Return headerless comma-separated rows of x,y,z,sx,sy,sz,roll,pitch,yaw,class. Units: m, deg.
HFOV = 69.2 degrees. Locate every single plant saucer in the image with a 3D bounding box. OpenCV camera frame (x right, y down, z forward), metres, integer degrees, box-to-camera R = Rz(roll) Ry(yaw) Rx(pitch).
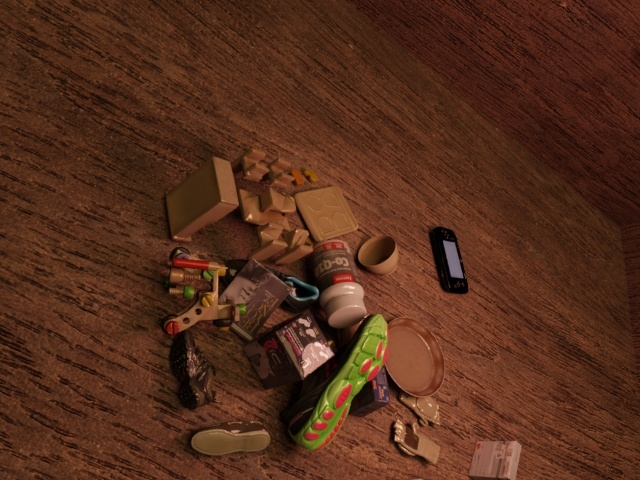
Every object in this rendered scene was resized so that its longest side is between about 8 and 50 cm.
0.349,0.451,1.792,0.310,0.050,0.311,18,53,-25,plant saucer

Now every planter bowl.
0.246,0.074,1.858,0.109,0.161,0.162,55,45,-36,planter bowl

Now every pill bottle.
0.060,0.150,1.629,0.161,0.161,0.283,12,44,-30,pill bottle

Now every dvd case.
-0.222,0.189,1.469,0.164,0.018,0.221,39,91,-8,dvd case

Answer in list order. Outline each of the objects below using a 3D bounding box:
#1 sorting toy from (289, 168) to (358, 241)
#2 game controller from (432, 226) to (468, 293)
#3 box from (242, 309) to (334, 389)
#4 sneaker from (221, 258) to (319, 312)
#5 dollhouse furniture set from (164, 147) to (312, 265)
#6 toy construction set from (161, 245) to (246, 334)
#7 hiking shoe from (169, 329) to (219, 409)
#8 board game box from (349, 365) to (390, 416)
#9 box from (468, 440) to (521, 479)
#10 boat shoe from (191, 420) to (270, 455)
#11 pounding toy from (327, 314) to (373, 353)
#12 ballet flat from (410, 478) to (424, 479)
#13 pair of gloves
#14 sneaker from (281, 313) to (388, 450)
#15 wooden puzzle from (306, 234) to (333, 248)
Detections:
0.000,-0.150,1.858,0.228,0.041,0.308,-18,76,-38,sorting toy
0.600,0.091,2.133,0.166,0.067,0.320,5,67,-32,game controller
-0.106,0.339,1.422,0.142,0.247,0.164,-28,86,-40,box
-0.162,0.135,1.548,0.340,0.139,0.125,22,60,-23,sneaker
-0.273,-0.100,1.562,0.394,0.256,0.363,13,56,-51,dollhouse furniture set
-0.315,0.136,1.318,0.237,0.309,0.258,7,66,-20,toy construction set
-0.363,0.373,1.354,0.114,0.086,0.227,15,53,-55,hiking shoe
0.158,0.508,1.587,0.060,0.194,0.194,15,39,-16,board game box
0.659,0.834,1.756,0.038,0.186,0.145,43,52,-13,box
-0.261,0.562,1.335,0.227,0.068,0.081,12,103,-25,boat shoe
0.097,0.366,1.656,0.205,0.094,0.181,1,73,-24,pounding toy
0.323,0.990,1.494,0.139,0.139,0.401,25,57,-23,ballet flat
0.358,0.678,1.718,0.204,0.042,0.240,30,50,-14,pair of gloves
0.047,0.413,1.477,0.483,0.202,0.185,-48,134,-22,sneaker
0.000,0.000,1.801,0.116,0.014,0.079,-35,91,-40,wooden puzzle
